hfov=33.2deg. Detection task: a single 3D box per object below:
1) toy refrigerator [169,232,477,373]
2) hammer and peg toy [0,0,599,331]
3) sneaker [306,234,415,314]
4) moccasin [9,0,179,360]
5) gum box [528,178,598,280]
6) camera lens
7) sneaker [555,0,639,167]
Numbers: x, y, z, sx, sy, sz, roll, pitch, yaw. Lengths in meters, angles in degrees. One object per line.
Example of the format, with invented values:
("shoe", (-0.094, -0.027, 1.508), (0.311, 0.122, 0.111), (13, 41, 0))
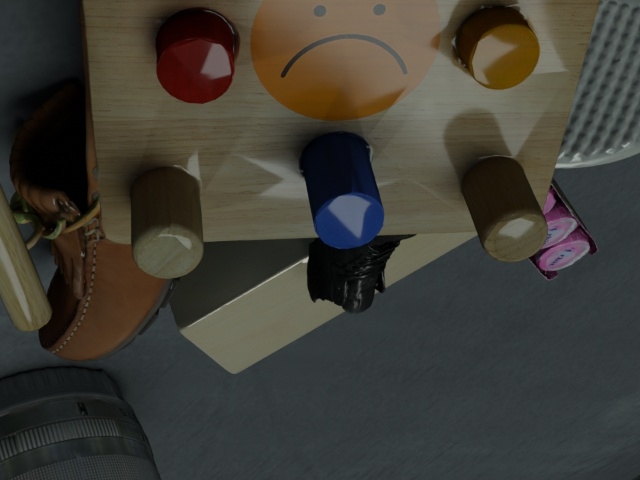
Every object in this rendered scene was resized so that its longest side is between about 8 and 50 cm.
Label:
("toy refrigerator", (0.000, 0.000, 0.947), (0.269, 0.094, 0.102), (-31, 142, 8))
("hammer and peg toy", (-0.043, -0.097, 0.531), (0.361, 0.127, 0.266), (-3, 132, -8))
("sneaker", (0.032, 0.014, 0.809), (0.051, 0.089, 0.170), (-12, -171, -25))
("moccasin", (-0.149, -0.050, 0.716), (0.147, 0.139, 0.380), (5, 143, -21))
("gum box", (0.190, -0.043, 1.004), (0.062, 0.107, 0.188), (-34, 149, 13))
("camera lens", (-0.248, 0.289, 1.021), (0.219, 0.274, 0.219), (-19, 149, -12))
("sneaker", (0.100, -0.112, 0.819), (0.366, 0.135, 0.150), (-9, -169, -7))
